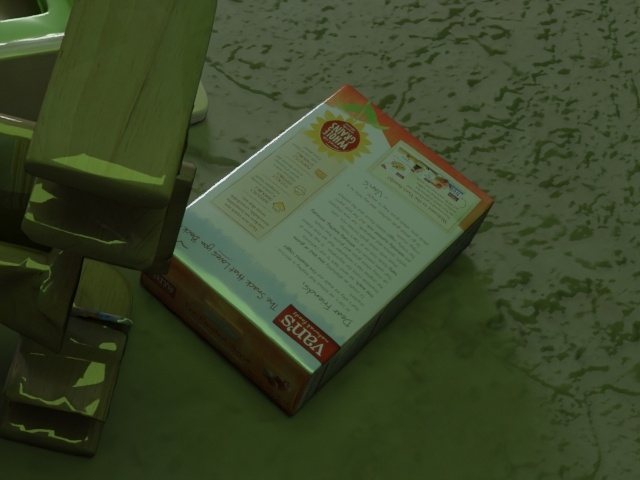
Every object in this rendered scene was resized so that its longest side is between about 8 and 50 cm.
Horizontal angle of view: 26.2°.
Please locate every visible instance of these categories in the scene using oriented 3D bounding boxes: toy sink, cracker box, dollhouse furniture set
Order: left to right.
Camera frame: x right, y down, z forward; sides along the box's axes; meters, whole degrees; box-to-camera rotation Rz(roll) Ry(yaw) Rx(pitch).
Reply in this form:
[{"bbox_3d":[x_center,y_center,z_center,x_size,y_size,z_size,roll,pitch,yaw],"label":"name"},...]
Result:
[{"bbox_3d":[-0.266,-0.089,0.815,0.394,0.362,0.257,14,60,-7],"label":"dollhouse furniture set"},{"bbox_3d":[-0.203,-0.168,1.049,0.234,0.131,0.153,-12,61,-25],"label":"toy sink"},{"bbox_3d":[0.000,0.000,1.037,0.155,0.067,0.232,40,53,13],"label":"cracker box"}]
